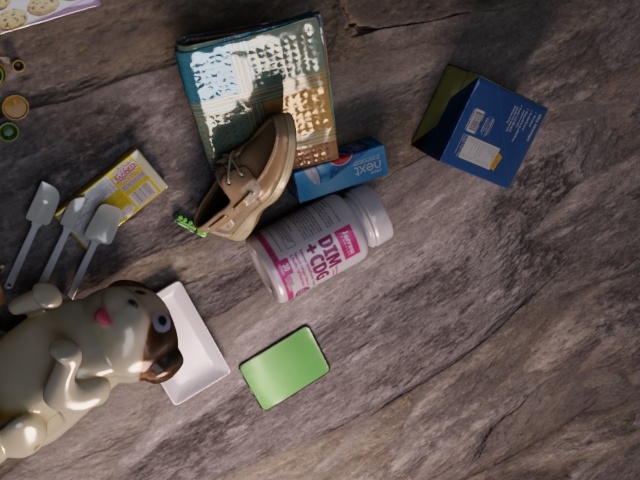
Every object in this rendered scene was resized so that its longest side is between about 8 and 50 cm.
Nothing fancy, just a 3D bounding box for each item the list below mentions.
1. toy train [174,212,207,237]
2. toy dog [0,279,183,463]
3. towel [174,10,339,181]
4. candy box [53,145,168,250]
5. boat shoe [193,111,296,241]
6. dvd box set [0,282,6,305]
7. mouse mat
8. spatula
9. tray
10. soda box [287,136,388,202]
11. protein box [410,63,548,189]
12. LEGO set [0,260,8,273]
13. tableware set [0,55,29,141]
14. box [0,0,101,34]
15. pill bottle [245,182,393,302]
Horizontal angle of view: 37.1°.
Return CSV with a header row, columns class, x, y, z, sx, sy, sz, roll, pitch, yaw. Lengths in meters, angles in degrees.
class,x,y,z,sx,sy,sz,roll,pitch,yaw
toy train,-0.266,-0.031,1.965,0.083,0.017,0.023,29,108,-31
toy dog,-0.465,0.241,1.824,0.408,0.284,0.395,-30,142,-3
towel,-0.110,-0.262,1.818,0.272,0.040,0.370,-12,141,-1
candy box,-0.411,-0.082,1.870,0.206,0.027,0.105,-39,120,-4
boat shoe,-0.148,-0.118,1.852,0.110,0.121,0.341,8,137,-27
dvd box set,-0.735,-0.008,1.643,0.308,0.062,0.420,-13,138,-17
mouse mat,-0.081,0.296,2.196,0.190,0.007,0.152,-30,120,-9
spatula,-0.504,0.015,1.852,0.168,0.019,0.242,19,111,-27
tray,-0.310,0.218,2.044,0.145,0.030,0.270,-30,121,-9
soda box,0.033,-0.151,2.020,0.210,0.067,0.071,-19,118,-17
protein box,0.346,-0.248,2.079,0.201,0.136,0.199,18,103,-29
LEGO set,-0.638,0.039,1.821,0.083,0.023,0.054,9,107,-27
tableware set,-0.574,-0.257,1.723,0.104,0.024,0.154,15,104,-29
box,-0.546,-0.397,1.652,0.324,0.063,0.067,-20,117,-15
pill bottle,0.000,0.000,2.014,0.283,0.160,0.160,-29,120,-11
